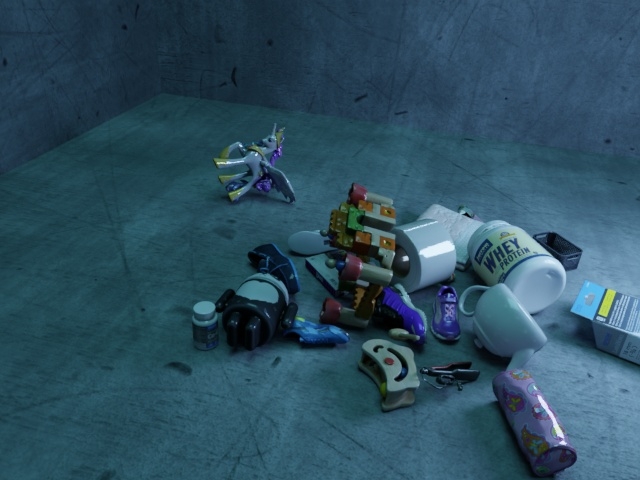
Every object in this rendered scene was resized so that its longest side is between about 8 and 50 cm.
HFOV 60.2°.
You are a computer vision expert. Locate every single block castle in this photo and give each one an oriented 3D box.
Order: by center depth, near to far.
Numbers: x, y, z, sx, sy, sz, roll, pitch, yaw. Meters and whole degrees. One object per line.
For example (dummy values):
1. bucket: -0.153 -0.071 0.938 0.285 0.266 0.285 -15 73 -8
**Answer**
1. block castle: 0.101 0.041 1.868 0.213 0.303 0.453 16 41 -6

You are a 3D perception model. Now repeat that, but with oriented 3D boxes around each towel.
1. towel: 0.529 -0.024 2.313 0.317 0.053 0.332 22 42 29

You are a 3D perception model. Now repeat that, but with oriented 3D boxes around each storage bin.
1. storage bin: 0.958 0.045 2.257 0.122 0.084 0.180 -9 33 -22

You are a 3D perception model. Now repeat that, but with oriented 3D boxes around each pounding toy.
1. pounding toy: 0.197 0.338 1.592 0.154 0.154 0.269 6 30 -5

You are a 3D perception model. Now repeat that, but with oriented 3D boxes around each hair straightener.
1. hair straightener: 0.376 0.386 1.578 0.231 0.047 0.089 11 23 -35

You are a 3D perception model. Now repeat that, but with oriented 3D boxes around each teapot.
1. teapot: 0.562 0.268 1.730 0.252 0.187 0.256 52 14 -1

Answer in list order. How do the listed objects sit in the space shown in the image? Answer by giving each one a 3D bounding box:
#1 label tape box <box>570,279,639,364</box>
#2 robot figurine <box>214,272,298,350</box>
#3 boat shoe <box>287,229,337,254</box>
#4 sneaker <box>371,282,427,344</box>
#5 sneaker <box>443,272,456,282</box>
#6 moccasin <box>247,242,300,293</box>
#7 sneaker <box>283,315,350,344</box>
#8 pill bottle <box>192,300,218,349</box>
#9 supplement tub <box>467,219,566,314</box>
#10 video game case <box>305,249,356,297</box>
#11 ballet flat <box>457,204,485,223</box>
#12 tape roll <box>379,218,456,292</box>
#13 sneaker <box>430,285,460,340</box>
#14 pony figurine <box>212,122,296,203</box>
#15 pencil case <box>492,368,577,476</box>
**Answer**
1. label tape box: 1.015 0.282 1.835 0.334 0.105 0.241 21 34 28
2. robot figurine: -0.203 0.217 1.731 0.209 0.174 0.278 44 31 -10
3. boat shoe: 0.000 0.000 2.220 0.268 0.096 0.088 -8 4 -8
4. sneaker: 0.243 0.253 1.813 0.146 0.102 0.293 -9 27 -13
5. sneaker: 0.453 0.111 2.125 0.075 0.057 0.161 1 24 -40
6. moccasin: -0.172 0.115 1.987 0.117 0.137 0.342 -14 20 -20
7. sneaker: -0.015 0.302 1.729 0.209 0.069 0.082 12 47 12
8. pill bottle: -0.351 0.258 1.682 0.078 0.137 0.078 3 31 -2
9. supplement tub: 0.697 0.088 2.002 0.236 0.235 0.325 -4 31 -14
10. video game case: 0.087 0.115 2.074 0.210 0.041 0.232 -14 35 -27
11. ballet flat: 0.660 -0.090 2.469 0.079 0.076 0.221 -11 38 -18
12. tape roll: 0.347 0.055 2.011 0.169 0.246 0.246 -15 35 -28
13. sneaker: 0.423 0.236 1.848 0.095 0.104 0.236 8 32 4
14. pony figurine: -0.285 -0.329 2.556 0.364 0.351 0.303 -27 35 -13
15. pencil case: 0.555 0.470 1.453 0.124 0.124 0.284 -1 30 -8
